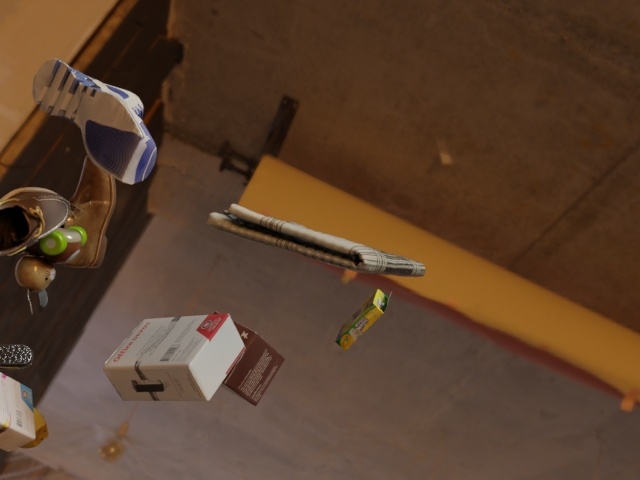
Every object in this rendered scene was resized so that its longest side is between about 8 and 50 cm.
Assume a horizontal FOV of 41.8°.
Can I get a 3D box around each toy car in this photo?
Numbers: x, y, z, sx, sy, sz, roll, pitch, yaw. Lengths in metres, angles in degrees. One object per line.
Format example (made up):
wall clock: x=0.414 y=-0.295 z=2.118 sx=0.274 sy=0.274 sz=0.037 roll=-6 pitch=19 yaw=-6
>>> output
toy car: x=-0.600 y=0.062 z=1.820 sx=0.149 sy=0.188 sz=0.155 roll=8 pitch=6 yaw=2

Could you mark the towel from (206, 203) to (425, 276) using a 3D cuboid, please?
towel: x=0.000 y=0.000 z=1.507 sx=0.324 sy=0.056 sz=0.312 roll=16 pitch=3 yaw=27

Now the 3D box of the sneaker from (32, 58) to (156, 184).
sneaker: x=-0.392 y=-0.234 z=1.613 sx=0.315 sy=0.127 sz=0.182 roll=41 pitch=17 yaw=27

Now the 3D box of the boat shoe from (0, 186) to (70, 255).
boat shoe: x=-0.584 y=-0.028 z=1.583 sx=0.097 sy=0.324 sz=0.116 roll=9 pitch=-74 yaw=27

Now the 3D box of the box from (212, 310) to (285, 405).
box: x=-0.241 y=0.338 z=2.387 sx=0.167 sy=0.168 sz=0.203 roll=23 pitch=-17 yaw=34

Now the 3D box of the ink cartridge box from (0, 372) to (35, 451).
ink cartridge box: x=-0.572 y=0.279 z=1.435 sx=0.062 sy=0.104 sz=0.181 roll=-26 pitch=-37 yaw=8

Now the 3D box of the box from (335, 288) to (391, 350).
box: x=0.117 y=0.201 z=2.205 sx=0.043 sy=0.105 sz=0.179 roll=43 pitch=-69 yaw=-4

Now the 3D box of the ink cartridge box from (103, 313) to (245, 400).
ink cartridge box: x=-0.352 y=0.282 z=2.020 sx=0.273 sy=0.197 sz=0.114 roll=-5 pitch=-59 yaw=30

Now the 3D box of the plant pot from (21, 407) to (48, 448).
plant pot: x=-0.736 y=0.475 z=2.119 sx=0.083 sy=0.081 sz=0.081 roll=17 pitch=-54 yaw=24

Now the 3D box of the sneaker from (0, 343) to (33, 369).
sneaker: x=-0.923 y=0.332 z=2.345 sx=0.235 sy=0.084 sz=0.097 roll=15 pitch=-33 yaw=-30

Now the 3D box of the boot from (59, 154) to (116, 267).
boot: x=-0.588 y=-0.078 z=2.080 sx=0.112 sy=0.305 sz=0.115 roll=17 pitch=11 yaw=41
